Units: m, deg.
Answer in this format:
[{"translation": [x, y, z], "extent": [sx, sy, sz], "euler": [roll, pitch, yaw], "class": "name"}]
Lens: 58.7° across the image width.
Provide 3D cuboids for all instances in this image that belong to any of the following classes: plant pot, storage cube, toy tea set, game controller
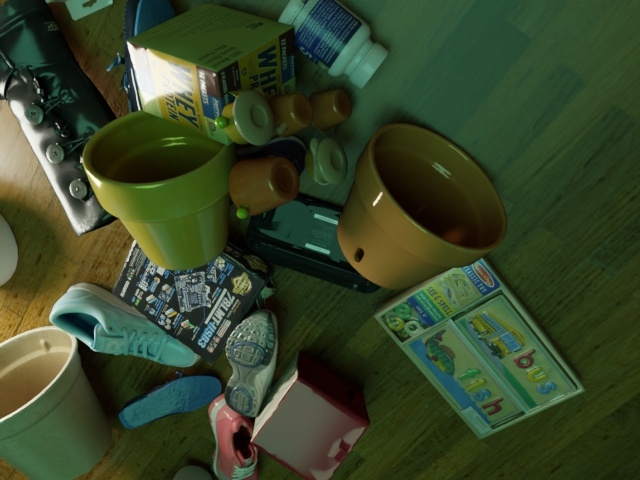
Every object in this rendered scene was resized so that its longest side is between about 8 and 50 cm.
[{"translation": [0.164, -0.042, 1.054], "extent": [0.291, 0.290, 0.203], "euler": [34, 132, -5], "class": "plant pot"}, {"translation": [-0.698, 0.440, 1.429], "extent": [0.334, 0.333, 0.305], "euler": [-10, 122, 15], "class": "plant pot"}, {"translation": [-0.025, 0.404, 1.301], "extent": [0.193, 0.183, 0.215], "euler": [35, 96, -5], "class": "storage cube"}, {"translation": [-0.062, -0.167, 1.004], "extent": [0.124, 0.336, 0.199], "euler": [-8, 101, 39], "class": "toy tea set"}, {"translation": [-0.269, -0.084, 1.042], "extent": [0.254, 0.253, 0.238], "euler": [5, 134, 9], "class": "plant pot"}, {"translation": [0.000, 0.000, 1.219], "extent": [0.320, 0.067, 0.166], "euler": [18, 102, 2], "class": "game controller"}]

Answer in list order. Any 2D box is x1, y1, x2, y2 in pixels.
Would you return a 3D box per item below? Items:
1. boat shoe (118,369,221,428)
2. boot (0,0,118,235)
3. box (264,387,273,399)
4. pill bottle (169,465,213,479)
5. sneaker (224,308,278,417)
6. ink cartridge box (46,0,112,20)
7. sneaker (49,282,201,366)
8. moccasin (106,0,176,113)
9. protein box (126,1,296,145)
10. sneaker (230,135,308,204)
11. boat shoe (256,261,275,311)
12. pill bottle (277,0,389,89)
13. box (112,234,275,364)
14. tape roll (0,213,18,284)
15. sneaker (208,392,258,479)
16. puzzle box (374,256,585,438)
[{"translation": [-0.379, 0.385, 1.438], "extent": [0.259, 0.089, 0.108], "euler": [-13, 98, -7], "class": "boat shoe"}, {"translation": [-0.584, -0.209, 1.175], "extent": [0.367, 0.146, 0.445], "euler": [-22, 107, 24], "class": "boot"}, {"translation": [-0.096, 0.466, 1.449], "extent": [0.109, 0.042, 0.178], "euler": [12, 116, 5], "class": "box"}, {"translation": [-0.389, 0.756, 1.577], "extent": [0.152, 0.152, 0.271], "euler": [26, 116, -1], "class": "pill bottle"}, {"translation": [-0.150, 0.269, 1.320], "extent": [0.111, 0.129, 0.297], "euler": [24, 123, 12], "class": "sneaker"}, {"translation": [-0.485, -0.520, 1.072], "extent": [0.105, 0.061, 0.181], "euler": [-15, 110, 18], "class": "ink cartridge box"}, {"translation": [-0.470, 0.235, 1.360], "extent": [0.366, 0.150, 0.135], "euler": [21, 117, 1], "class": "sneaker"}, {"translation": [-0.344, -0.301, 1.101], "extent": [0.117, 0.138, 0.341], "euler": [21, 120, 29], "class": "moccasin"}, {"translation": [-0.180, -0.296, 0.988], "extent": [0.201, 0.200, 0.135], "euler": [25, 139, 24], "class": "protein box"}, {"translation": [-0.165, -0.121, 1.145], "extent": [0.284, 0.124, 0.107], "euler": [-21, 119, 20], "class": "sneaker"}, {"translation": [-0.125, 0.104, 1.290], "extent": [0.043, 0.049, 0.136], "euler": [-5, 108, 11], "class": "boat shoe"}, {"translation": [0.025, -0.360, 1.014], "extent": [0.187, 0.112, 0.112], "euler": [37, 115, -6], "class": "pill bottle"}, {"translation": [-0.292, 0.093, 1.274], "extent": [0.293, 0.073, 0.295], "euler": [34, 121, 1], "class": "box"}, {"translation": [-0.890, 0.015, 1.373], "extent": [0.287, 0.100, 0.286], "euler": [4, 114, 10], "class": "tape roll"}, {"translation": [-0.210, 0.543, 1.433], "extent": [0.116, 0.136, 0.313], "euler": [-18, 115, -25], "class": "sneaker"}, {"translation": [0.349, 0.235, 1.251], "extent": [0.272, 0.052, 0.409], "euler": [-36, 102, 23], "class": "puzzle box"}]
